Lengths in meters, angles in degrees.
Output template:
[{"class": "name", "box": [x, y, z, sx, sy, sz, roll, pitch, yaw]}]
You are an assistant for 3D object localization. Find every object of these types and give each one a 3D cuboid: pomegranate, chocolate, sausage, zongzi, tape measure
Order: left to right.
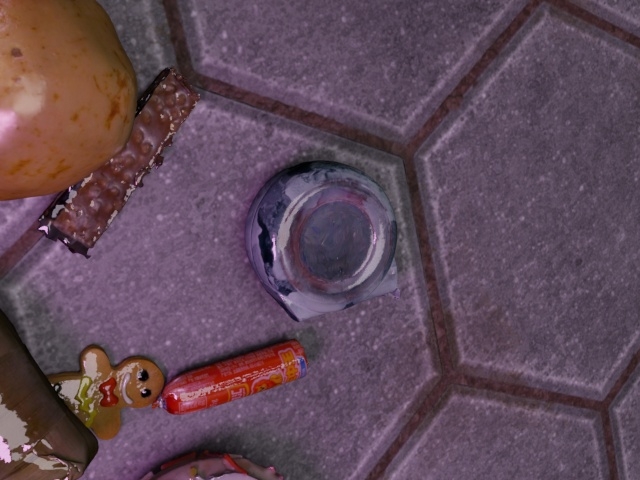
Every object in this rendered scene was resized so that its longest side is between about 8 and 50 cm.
[{"class": "zongzi", "box": [-0.548, 0.276, 1.151, 0.360, 0.160, 0.323, -33, 90, 9]}, {"class": "pomegranate", "box": [-0.413, -0.205, 1.076, 0.342, 0.342, 0.343, -3, 96, -27]}, {"class": "chocolate", "box": [-0.312, -0.127, 1.254, 0.329, 0.065, 0.102, -55, 129, -11]}, {"class": "sausage", "box": [-0.155, 0.235, 1.357, 0.274, 0.074, 0.074, -13, 101, -24]}, {"class": "tape measure", "box": [0.000, 0.000, 1.376, 0.256, 0.147, 0.275, -16, 106, -23]}]

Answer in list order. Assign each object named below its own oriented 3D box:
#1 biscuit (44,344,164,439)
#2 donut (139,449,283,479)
[{"class": "biscuit", "box": [-0.364, 0.249, 1.276, 0.240, 0.035, 0.158, -15, 104, -24]}, {"class": "donut", "box": [-0.197, 0.528, 1.324, 0.382, 0.142, 0.383, -3, 96, -28]}]
